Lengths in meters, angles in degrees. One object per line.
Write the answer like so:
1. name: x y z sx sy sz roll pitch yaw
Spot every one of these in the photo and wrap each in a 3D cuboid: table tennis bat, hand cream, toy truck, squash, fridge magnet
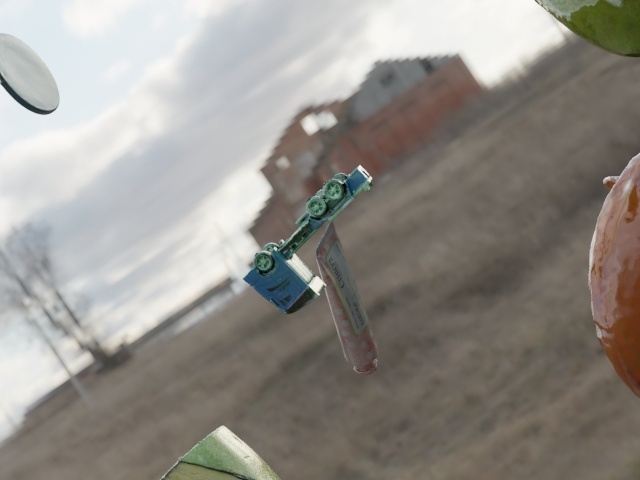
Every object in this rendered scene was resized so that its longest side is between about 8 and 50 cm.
1. table tennis bat: -0.355 -0.202 1.802 0.019 0.100 0.155 -29 -43 23
2. hand cream: 0.032 0.077 1.944 0.043 0.210 0.067 -1 36 25
3. toy truck: 0.000 0.000 1.694 0.175 0.081 0.067 -46 1 13
4. squash: -0.118 0.306 2.156 0.192 0.184 0.085 134 149 -66
5. fridge magnet: 0.463 0.038 1.765 0.363 0.364 0.155 -34 10 -14

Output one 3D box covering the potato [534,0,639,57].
1. potato: 0.260 -0.263 1.380 0.186 0.253 0.149 -2 -39 -13
